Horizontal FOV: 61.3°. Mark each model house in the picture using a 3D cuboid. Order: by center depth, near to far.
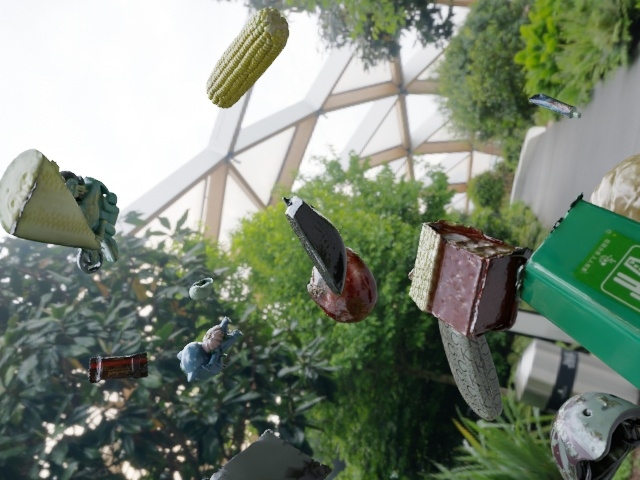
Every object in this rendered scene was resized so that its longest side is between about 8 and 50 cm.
[{"bbox_3d":[0.303,0.071,1.196,0.159,0.253,0.196,-11,-65,-39],"label":"model house"}]

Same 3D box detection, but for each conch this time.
[{"bbox_3d":[-0.381,0.161,1.745,0.076,0.085,0.057,-111,4,-59],"label":"conch"}]

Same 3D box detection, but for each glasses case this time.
[{"bbox_3d":[0.400,0.326,1.441,0.085,0.137,0.355,-27,-68,-15],"label":"glasses case"}]

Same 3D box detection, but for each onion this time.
[{"bbox_3d":[0.062,0.135,1.574,0.161,0.248,0.248,-42,-36,-27],"label":"onion"}]

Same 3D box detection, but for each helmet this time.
[{"bbox_3d":[0.431,0.312,0.864,0.153,0.107,0.177,-18,-50,-27],"label":"helmet"}]

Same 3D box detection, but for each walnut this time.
[{"bbox_3d":[0.756,-0.056,1.217,0.285,0.284,0.297,-46,-51,-60],"label":"walnut"}]

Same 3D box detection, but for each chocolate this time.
[{"bbox_3d":[-0.637,0.402,1.703,0.028,0.182,0.086,102,160,-73],"label":"chocolate"}]

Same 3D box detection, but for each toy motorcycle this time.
[{"bbox_3d":[-0.641,-0.061,1.504,0.198,0.109,0.297,-37,-53,-58],"label":"toy motorcycle"}]

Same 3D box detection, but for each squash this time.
[{"bbox_3d":[-0.530,-0.080,1.114,0.170,0.093,0.252,-68,-19,0],"label":"squash"}]

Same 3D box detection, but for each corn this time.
[{"bbox_3d":[-0.137,-0.329,0.987,0.081,0.248,0.081,13,-114,-31],"label":"corn"}]

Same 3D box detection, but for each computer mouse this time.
[{"bbox_3d":[0.000,0.000,1.259,0.088,0.264,0.147,-34,4,-10],"label":"computer mouse"}]

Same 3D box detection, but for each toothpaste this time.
[{"bbox_3d":[0.359,-0.205,0.822,0.027,0.083,0.019,-33,-41,-17],"label":"toothpaste"}]

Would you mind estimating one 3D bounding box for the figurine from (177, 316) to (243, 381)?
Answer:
[{"bbox_3d":[-0.273,0.290,1.400,0.178,0.114,0.144,-46,-28,2],"label":"figurine"}]

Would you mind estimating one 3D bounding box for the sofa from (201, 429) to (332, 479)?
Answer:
[{"bbox_3d":[-0.116,0.571,1.162,0.258,0.199,0.182,-26,-55,-46],"label":"sofa"}]

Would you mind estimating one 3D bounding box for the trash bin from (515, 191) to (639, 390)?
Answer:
[{"bbox_3d":[0.571,0.119,0.960,0.259,0.381,0.295,-45,-32,-10],"label":"trash bin"}]
